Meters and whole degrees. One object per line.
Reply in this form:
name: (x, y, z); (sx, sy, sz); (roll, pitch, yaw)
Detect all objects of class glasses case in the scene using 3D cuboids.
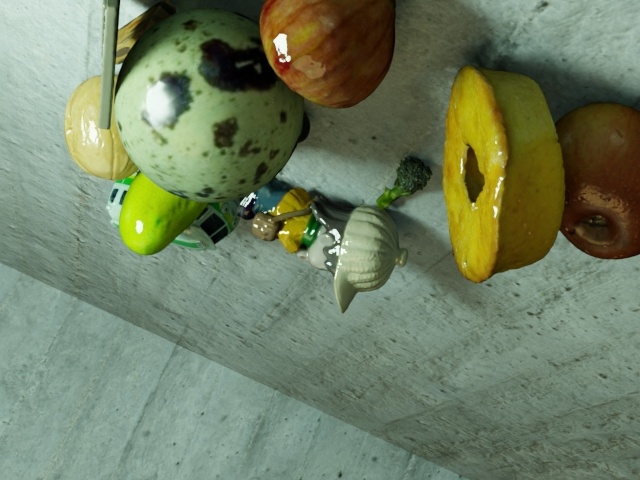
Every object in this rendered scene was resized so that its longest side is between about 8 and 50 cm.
glasses case: (-0.295, -0.338, 1.495); (0.041, 0.065, 0.170); (36, 154, -28)

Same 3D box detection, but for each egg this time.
egg: (-0.167, -0.197, 1.392); (0.287, 0.288, 0.379); (22, 165, 3)

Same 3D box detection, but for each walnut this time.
walnut: (-0.400, -0.212, 1.704); (0.165, 0.197, 0.165); (5, -175, 0)

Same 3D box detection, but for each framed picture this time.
framed picture: (-0.291, -0.339, 1.275); (0.022, 0.248, 0.335); (4, 160, -14)

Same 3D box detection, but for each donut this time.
donut: (0.250, -0.093, 1.256); (0.110, 0.303, 0.303); (-3, 157, -5)

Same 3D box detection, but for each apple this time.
apple: (0.405, -0.077, 1.273); (0.234, 0.173, 0.210); (34, 154, -21)

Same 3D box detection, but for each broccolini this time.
broccolini: (0.134, -0.098, 1.642); (0.058, 0.067, 0.216); (31, 165, -9)

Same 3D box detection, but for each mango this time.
mango: (-0.296, -0.090, 1.767); (0.149, 0.273, 0.185); (40, 162, -13)

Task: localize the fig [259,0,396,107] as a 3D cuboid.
fig: (0.015, -0.280, 1.212); (0.205, 0.205, 0.205); (19, 156, 9)

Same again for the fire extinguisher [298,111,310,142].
fire extinguisher: (-0.122, -0.191, 1.656); (0.267, 0.072, 0.089); (-14, 102, 55)

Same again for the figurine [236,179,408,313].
figurine: (0.009, -0.028, 1.779); (0.332, 0.204, 0.185); (44, -159, 6)

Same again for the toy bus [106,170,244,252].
toy bus: (-0.312, -0.075, 1.949); (0.276, 0.165, 0.134); (14, 156, 22)
